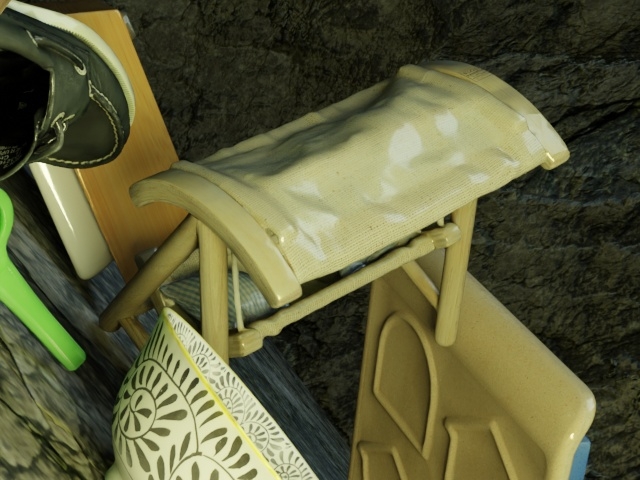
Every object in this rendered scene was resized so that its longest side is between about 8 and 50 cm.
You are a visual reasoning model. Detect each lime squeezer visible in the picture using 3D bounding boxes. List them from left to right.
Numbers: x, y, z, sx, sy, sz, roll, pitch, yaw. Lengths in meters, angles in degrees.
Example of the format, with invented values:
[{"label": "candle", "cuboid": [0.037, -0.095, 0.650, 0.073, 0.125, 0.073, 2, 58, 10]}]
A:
[{"label": "lime squeezer", "cuboid": [-0.204, -0.025, 0.637, 0.110, 0.059, 0.310, -2, -45, 49]}]

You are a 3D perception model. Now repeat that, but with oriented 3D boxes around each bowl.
[{"label": "bowl", "cuboid": [-0.057, 0.125, 0.679, 0.170, 0.080, 0.170, 51, -2, 2]}]

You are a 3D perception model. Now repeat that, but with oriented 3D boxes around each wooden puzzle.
[{"label": "wooden puzzle", "cuboid": [0.122, 0.206, 1.148, 0.322, 0.080, 0.348, -132, -134, -54]}]

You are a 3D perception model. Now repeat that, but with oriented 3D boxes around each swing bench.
[{"label": "swing bench", "cuboid": [0.000, 0.000, 0.945, 0.165, 0.253, 0.255, 50, -34, 22]}]

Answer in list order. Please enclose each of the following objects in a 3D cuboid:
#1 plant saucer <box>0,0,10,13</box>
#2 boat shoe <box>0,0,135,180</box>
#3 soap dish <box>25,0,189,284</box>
[{"label": "plant saucer", "cuboid": [-0.168, -0.161, 0.247, 0.310, 0.050, 0.311, 25, 51, -36]}, {"label": "boat shoe", "cuboid": [-0.212, -0.094, 0.814, 0.340, 0.127, 0.113, 51, 24, -65]}, {"label": "soap dish", "cuboid": [-0.200, -0.101, 1.150, 0.291, 0.118, 0.229, -139, -153, -72]}]
